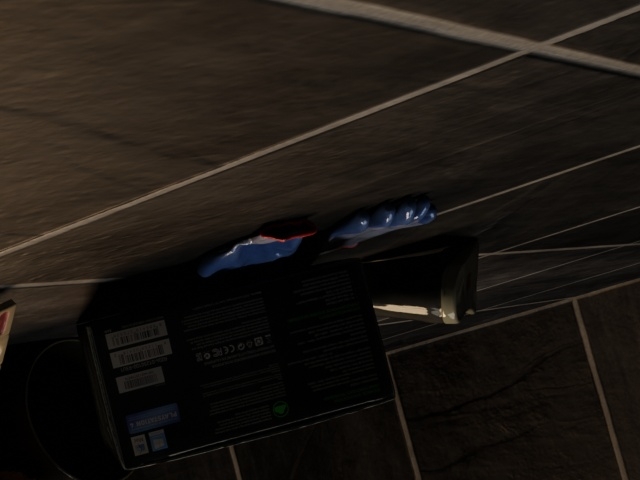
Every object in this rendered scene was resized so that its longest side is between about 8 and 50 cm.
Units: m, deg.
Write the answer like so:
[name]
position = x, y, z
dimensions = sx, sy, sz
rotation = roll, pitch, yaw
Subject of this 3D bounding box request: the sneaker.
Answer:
[sneaker]
position = 0.107, 0.041, 1.696
dimensions = 0.118, 0.083, 0.222
rotation = 3, -176, 14

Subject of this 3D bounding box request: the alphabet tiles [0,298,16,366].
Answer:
[alphabet tiles]
position = -0.331, 0.128, 1.155
dimensions = 0.237, 0.009, 0.198
rotation = -28, 154, -39

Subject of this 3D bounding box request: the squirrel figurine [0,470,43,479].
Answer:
[squirrel figurine]
position = -0.406, 0.283, 1.525
dimensions = 0.397, 0.281, 0.370
rotation = 11, 130, -35

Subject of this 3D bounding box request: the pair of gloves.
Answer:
[pair of gloves]
position = 0.000, 0.000, 1.306
dimensions = 0.198, 0.023, 0.159
rotation = -11, 172, -24

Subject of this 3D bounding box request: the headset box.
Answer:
[headset box]
position = -0.091, 0.110, 1.443
dimensions = 0.246, 0.131, 0.283
rotation = -14, 180, -12

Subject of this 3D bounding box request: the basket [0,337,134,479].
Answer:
[basket]
position = -0.341, 0.203, 1.686
dimensions = 0.227, 0.154, 0.204
rotation = -14, 157, 26
